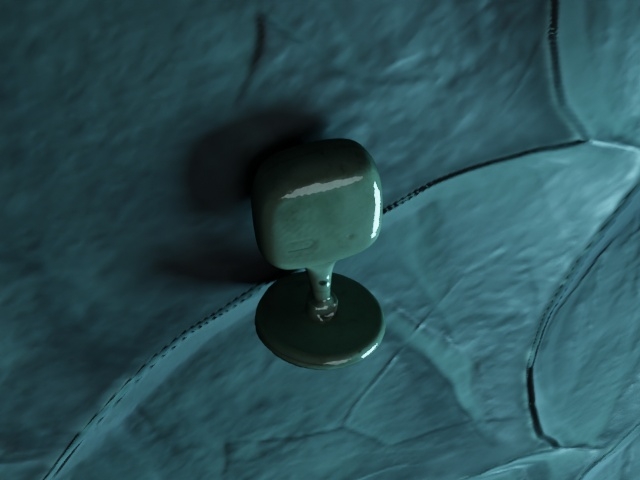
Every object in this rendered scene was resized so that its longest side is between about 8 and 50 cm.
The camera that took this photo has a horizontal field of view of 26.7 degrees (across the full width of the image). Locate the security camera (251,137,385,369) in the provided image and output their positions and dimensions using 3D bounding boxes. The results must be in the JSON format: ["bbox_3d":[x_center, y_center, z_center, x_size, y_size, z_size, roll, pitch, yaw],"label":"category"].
[{"bbox_3d":[0.000,0.000,0.526,0.058,0.058,0.092,-16,133,-23],"label":"security camera"}]
